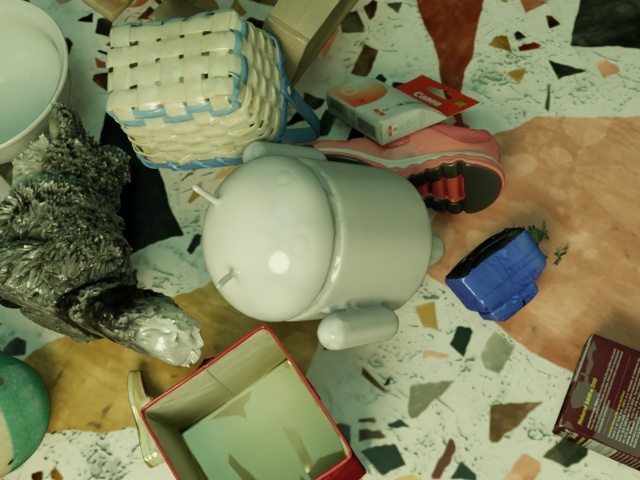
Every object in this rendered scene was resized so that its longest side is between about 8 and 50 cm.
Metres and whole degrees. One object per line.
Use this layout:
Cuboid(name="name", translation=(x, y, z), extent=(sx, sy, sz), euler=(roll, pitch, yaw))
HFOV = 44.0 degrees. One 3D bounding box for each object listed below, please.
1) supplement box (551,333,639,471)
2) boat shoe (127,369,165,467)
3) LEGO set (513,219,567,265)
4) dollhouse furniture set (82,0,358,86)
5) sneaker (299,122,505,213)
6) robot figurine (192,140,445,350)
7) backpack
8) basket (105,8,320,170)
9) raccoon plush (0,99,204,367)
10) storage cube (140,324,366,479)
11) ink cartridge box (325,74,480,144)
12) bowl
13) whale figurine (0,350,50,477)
Cuboid(name="supplement box", translation=(0.425, 0.224, 0.976), extent=(0.239, 0.073, 0.130), euler=(22, 72, 16))
Cuboid(name="boat shoe", translation=(-0.230, 0.239, 1.084), extent=(0.045, 0.050, 0.135), euler=(-17, 76, -2))
Cuboid(name="LEGO set", translation=(0.305, 0.003, 1.116), extent=(0.054, 0.023, 0.083), euler=(-36, 80, -5))
Cuboid(name="dollhouse furniture set", translation=(-0.137, -0.449, 1.195), extent=(0.394, 0.362, 0.256), euler=(34, 65, -1))
Cuboid(name="sneaker", translation=(0.112, -0.113, 1.162), extent=(0.313, 0.116, 0.136), euler=(4, 44, 14))
Cuboid(name="robot figurine", translation=(0.000, 0.000, 0.995), extent=(0.200, 0.353, 0.300), euler=(-47, 56, 34))
Cuboid(name="backpack", translation=(0.244, 0.045, 1.068), extent=(0.120, 0.098, 0.101), euler=(-41, 97, -9))
Cuboid(name="basket", translation=(-0.148, -0.194, 1.109), extent=(0.254, 0.289, 0.201), euler=(-4, 71, 11))
Cuboid(name="raccoon plush", translation=(-0.279, -0.011, 1.101), extent=(0.446, 0.216, 0.299), euler=(18, 68, 20))
Cuboid(name="storage cube", translation=(-0.074, 0.249, 0.976), extent=(0.183, 0.193, 0.215), euler=(-35, 66, -6))
Cuboid(name="ink cartridge box", translation=(0.120, -0.210, 1.162), extent=(0.179, 0.045, 0.145), euler=(-27, 39, -20))
Cuboid(name="bowl", translation=(-0.523, -0.231, 1.273), extent=(0.297, 0.134, 0.298), euler=(-3, 67, 7))
Cuboid(name="whale figurine", translation=(-0.472, 0.192, 1.079), extent=(0.141, 0.216, 0.272), euler=(-23, 57, -42))
